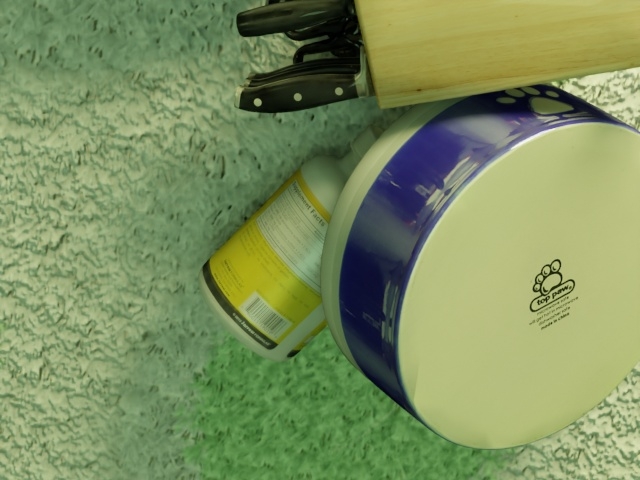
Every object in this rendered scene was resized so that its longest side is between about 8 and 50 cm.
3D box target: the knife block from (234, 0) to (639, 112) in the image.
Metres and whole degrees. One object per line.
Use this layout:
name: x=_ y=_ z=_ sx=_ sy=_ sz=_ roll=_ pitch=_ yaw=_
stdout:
knife block: x=0.077 y=-0.144 z=0.896 sx=0.242 sy=0.276 sz=0.088 roll=-25 pitch=113 yaw=-24

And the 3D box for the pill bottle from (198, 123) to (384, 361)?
pill bottle: x=0.000 y=0.000 z=1.013 sx=0.103 sy=0.103 sz=0.184 roll=42 pitch=104 yaw=-15

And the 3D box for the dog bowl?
dog bowl: x=0.138 y=0.017 z=0.966 sx=0.265 sy=0.104 sz=0.265 roll=-15 pitch=120 yaw=-26
